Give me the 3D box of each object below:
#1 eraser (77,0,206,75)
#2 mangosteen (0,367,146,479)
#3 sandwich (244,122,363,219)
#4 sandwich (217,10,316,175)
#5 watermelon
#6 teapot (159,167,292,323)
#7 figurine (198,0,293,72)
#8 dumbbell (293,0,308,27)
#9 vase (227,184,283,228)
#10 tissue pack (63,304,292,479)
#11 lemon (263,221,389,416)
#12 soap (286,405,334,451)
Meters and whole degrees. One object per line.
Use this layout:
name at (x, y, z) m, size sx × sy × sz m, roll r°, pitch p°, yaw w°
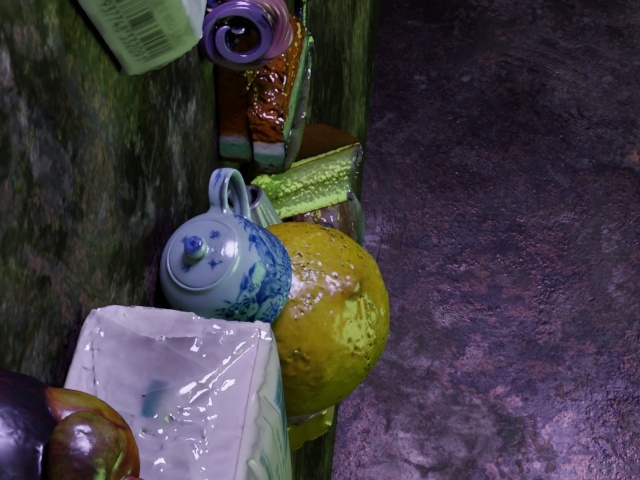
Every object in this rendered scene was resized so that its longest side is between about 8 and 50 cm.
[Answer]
eraser at (-0.173, -0.315, 1.021) m, size 0.397 × 0.082 × 0.213 m, roll 66°, pitch 29°, yaw -75°
mangosteen at (-0.194, 0.166, 0.677) m, size 0.210 × 0.209 × 0.210 m, roll 4°, pitch 90°, yaw -83°
sandwich at (-0.058, -0.105, 1.909) m, size 0.235 × 0.128 × 0.122 m, roll -16°, pitch 118°, yaw -36°
sandwich at (-0.085, -0.228, 1.692) m, size 0.212 × 0.109 × 0.292 m, roll 63°, pitch 29°, yaw -64°
watermelon at (0.015, 0.006, 2.376) m, size 0.302 × 0.151 × 0.264 m, roll 87°, pitch 11°, yaw -46°
teapot at (-0.123, 0.027, 1.378) m, size 0.159 × 0.158 × 0.232 m, roll 76°, pitch 24°, yaw -68°
figurine at (-0.094, -0.302, 1.536) m, size 0.114 × 0.126 × 0.157 m, roll -34°, pitch -148°, yaw 40°
dumbbell at (-0.025, -0.479, 1.842) m, size 0.143 × 0.143 × 0.326 m, roll -42°, pitch 135°, yaw -79°
vase at (-0.091, 0.028, 1.727) m, size 0.128 × 0.128 × 0.248 m, roll -78°, pitch 160°, yaw -48°
tissue pack at (-0.139, 0.295, 1.130) m, size 0.297 × 0.207 × 0.381 m, roll -81°, pitch 172°, yaw -48°
lemon at (-0.045, 0.110, 1.562) m, size 0.310 × 0.257 × 0.258 m, roll -50°, pitch -157°, yaw 48°
soap at (-0.052, 0.228, 1.949) m, size 0.080 × 0.160 × 0.258 m, roll 82°, pitch 13°, yaw -50°
